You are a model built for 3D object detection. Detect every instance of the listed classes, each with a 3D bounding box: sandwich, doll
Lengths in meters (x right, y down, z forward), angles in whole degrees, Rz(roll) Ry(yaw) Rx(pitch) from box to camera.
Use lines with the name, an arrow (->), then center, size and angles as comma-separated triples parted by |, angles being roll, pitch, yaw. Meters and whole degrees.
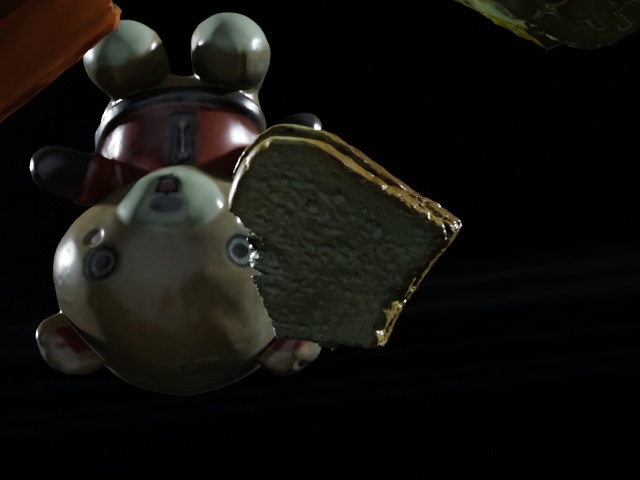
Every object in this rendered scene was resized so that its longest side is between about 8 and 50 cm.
sandwich -> 0.000, 0.000, 0.910 | 0.105, 0.093, 0.036 | 37, -164, 4
doll -> -0.118, -0.025, 1.616 | 0.235, 0.174, 0.330 | 1, -125, -4

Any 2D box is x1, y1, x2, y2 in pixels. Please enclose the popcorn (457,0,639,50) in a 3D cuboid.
popcorn -> 0.146, -0.201, 0.683 | 0.325, 0.321, 0.290 | 44, -137, 17

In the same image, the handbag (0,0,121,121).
handbag -> -0.257, -0.087, 0.634 | 0.303, 0.410, 0.116 | -37, -110, 5
